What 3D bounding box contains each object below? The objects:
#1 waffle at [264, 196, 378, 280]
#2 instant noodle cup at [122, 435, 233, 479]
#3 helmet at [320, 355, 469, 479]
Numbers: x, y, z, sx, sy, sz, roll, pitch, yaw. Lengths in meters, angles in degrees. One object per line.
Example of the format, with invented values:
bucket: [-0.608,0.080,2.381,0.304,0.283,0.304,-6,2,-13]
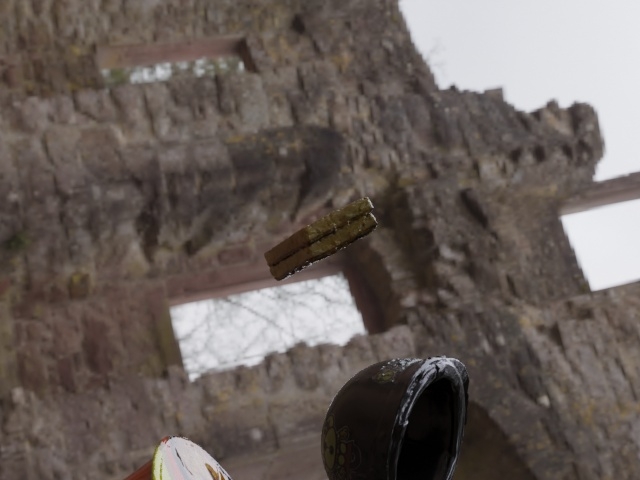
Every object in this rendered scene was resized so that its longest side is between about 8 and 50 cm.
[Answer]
waffle: [-0.001,0.000,1.235,0.042,0.102,0.148,61,-22,0]
instant noodle cup: [-0.121,0.259,0.685,0.213,0.174,0.213,59,6,-9]
helmet: [0.095,0.265,1.458,0.160,0.279,0.231,5,-72,26]
